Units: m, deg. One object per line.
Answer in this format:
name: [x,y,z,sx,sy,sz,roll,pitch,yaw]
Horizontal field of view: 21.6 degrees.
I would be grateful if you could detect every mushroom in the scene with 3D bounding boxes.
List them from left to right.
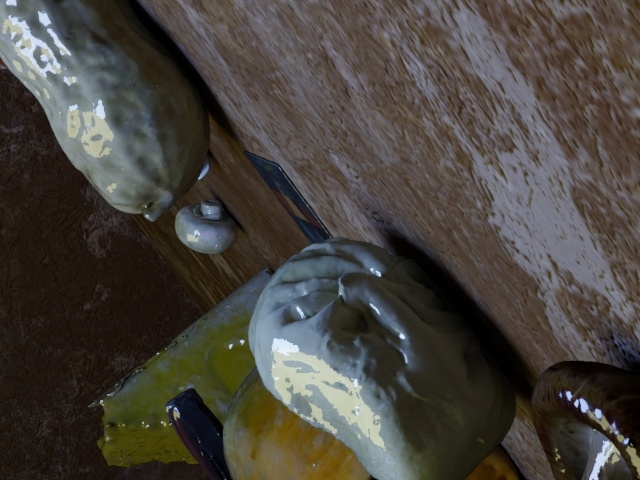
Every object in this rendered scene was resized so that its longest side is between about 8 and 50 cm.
mushroom: [-0.148,-0.019,2.188,0.083,0.083,0.067,42,126,50]
mushroom: [0.139,0.199,0.981,0.227,0.217,0.148,56,170,-33]

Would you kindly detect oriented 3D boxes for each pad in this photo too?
pad: [0.000,0.000,1.664,0.211,0.003,0.143,54,172,-17]

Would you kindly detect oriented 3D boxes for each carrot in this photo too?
carrot: [0.041,0.233,1.719,0.224,0.224,0.340,54,167,-25]

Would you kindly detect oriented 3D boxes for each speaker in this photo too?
speaker: [-0.038,0.252,1.949,0.198,0.329,0.259,48,165,22]

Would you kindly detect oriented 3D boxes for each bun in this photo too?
bun: [0.054,0.088,1.301,0.229,0.145,0.229,28,-158,-13]

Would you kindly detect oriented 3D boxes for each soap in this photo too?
soap: [-0.101,0.259,2.208,0.304,0.338,0.169,48,174,28]

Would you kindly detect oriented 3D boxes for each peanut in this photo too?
peanut: [-0.208,-0.161,1.636,0.159,0.143,0.291,-21,105,50]

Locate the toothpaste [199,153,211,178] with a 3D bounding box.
toothpaste: [-0.211,-0.137,1.823,0.058,0.056,0.314,52,-171,33]

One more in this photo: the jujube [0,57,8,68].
jujube: [-0.335,-0.276,1.817,0.168,0.168,0.236,54,-173,-19]
